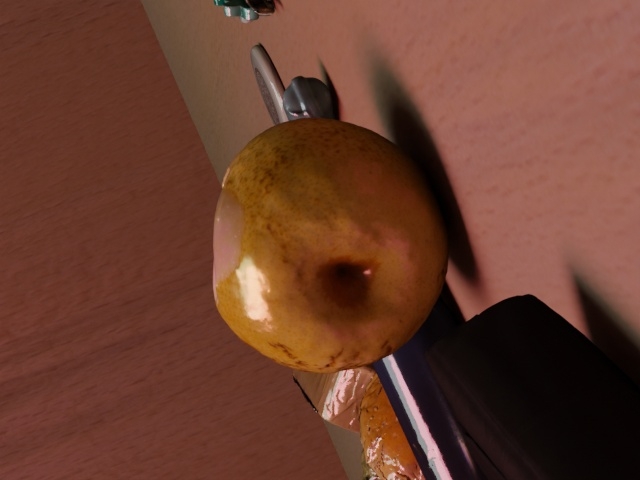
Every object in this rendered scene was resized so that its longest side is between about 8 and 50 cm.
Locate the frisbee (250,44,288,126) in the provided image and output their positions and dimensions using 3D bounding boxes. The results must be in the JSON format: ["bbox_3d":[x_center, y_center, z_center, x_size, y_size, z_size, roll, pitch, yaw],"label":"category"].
[{"bbox_3d":[-0.047,-0.145,1.713,0.110,0.014,0.110,157,90,-84],"label":"frisbee"}]

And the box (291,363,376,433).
[{"bbox_3d":[0.035,0.112,1.570,0.177,0.111,0.111,-130,18,-68],"label":"box"}]

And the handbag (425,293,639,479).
[{"bbox_3d":[0.157,0.160,0.814,0.223,0.080,0.247,62,175,-29],"label":"handbag"}]

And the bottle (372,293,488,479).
[{"bbox_3d":[0.095,0.126,1.237,0.072,0.082,0.244,-33,78,39],"label":"bottle"}]

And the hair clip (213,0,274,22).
[{"bbox_3d":[-0.075,-0.223,1.516,0.173,0.049,0.049,-131,19,-67],"label":"hair clip"}]

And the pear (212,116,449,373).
[{"bbox_3d":[0.000,0.000,1.131,0.178,0.178,0.178,157,90,-84],"label":"pear"}]

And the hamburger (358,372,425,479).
[{"bbox_3d":[0.075,0.156,1.389,0.176,0.102,0.087,-119,21,-47],"label":"hamburger"}]

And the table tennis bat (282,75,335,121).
[{"bbox_3d":[0.003,-0.076,1.464,0.244,0.040,0.153,70,176,-69],"label":"table tennis bat"}]
